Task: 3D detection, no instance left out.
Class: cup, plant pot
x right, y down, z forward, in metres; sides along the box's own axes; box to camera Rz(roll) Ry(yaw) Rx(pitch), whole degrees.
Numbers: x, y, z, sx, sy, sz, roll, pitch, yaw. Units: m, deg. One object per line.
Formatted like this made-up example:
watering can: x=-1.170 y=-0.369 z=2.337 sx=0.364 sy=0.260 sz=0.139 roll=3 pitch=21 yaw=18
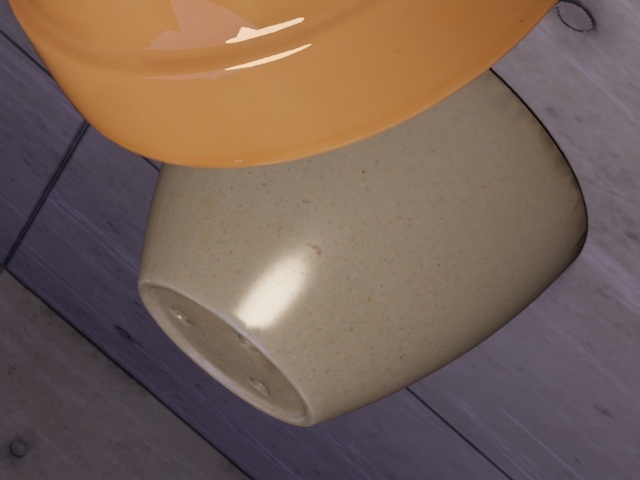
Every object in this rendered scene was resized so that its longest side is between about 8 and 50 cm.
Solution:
cup: x=0.000 y=0.000 z=1.090 sx=0.331 sy=0.237 sz=0.331 roll=33 pitch=159 yaw=14
plant pot: x=-0.040 y=-0.205 z=0.614 sx=0.291 sy=0.291 sz=0.203 roll=23 pitch=159 yaw=38
